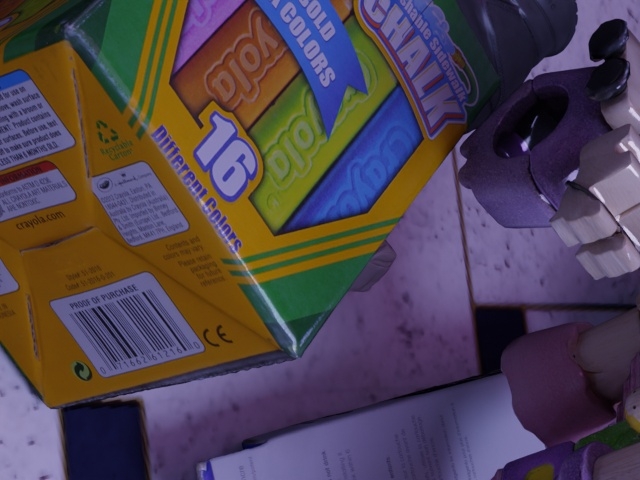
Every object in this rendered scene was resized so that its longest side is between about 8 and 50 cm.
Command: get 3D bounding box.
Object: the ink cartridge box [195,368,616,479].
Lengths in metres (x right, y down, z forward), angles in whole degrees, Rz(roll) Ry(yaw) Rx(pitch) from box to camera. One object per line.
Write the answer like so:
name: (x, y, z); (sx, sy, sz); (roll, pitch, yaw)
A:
ink cartridge box: (0.067, 0.164, 0.969); (0.333, 0.065, 0.165); (-9, 86, -39)

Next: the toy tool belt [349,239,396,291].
toy tool belt: (0.000, 0.000, 0.984); (0.083, 0.052, 0.051); (9, 42, -48)

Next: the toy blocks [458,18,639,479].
toy blocks: (0.115, 0.129, 0.832); (0.309, 0.260, 0.288); (46, 34, -28)

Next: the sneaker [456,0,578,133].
sneaker: (0.031, -0.178, 1.023); (0.286, 0.109, 0.130); (45, 68, -20)

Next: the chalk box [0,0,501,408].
chalk box: (-0.049, -0.086, 0.854); (0.179, 0.180, 0.289); (56, 45, -20)
